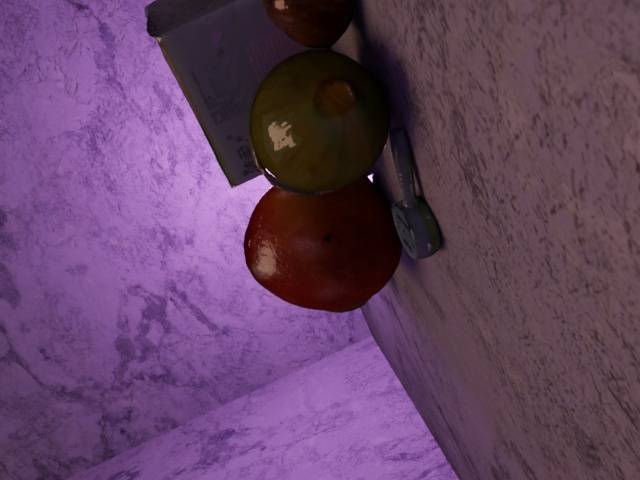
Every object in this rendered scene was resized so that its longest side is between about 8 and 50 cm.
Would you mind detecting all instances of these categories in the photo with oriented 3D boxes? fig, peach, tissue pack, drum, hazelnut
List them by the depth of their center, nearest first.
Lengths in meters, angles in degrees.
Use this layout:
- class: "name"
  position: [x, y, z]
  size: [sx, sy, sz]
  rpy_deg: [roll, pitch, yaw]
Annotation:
- class: "hazelnut"
  position: [-0.020, -0.373, 0.794]
  size: [0.154, 0.143, 0.143]
  rpy_deg: [-117, 3, -60]
- class: "fig"
  position: [0.006, -0.201, 0.830]
  size: [0.239, 0.239, 0.271]
  rpy_deg: [66, 164, -5]
- class: "drum"
  position: [0.162, -0.065, 0.882]
  size: [0.253, 0.049, 0.130]
  rpy_deg: [73, 174, -49]
- class: "tissue pack"
  position: [-0.146, -0.370, 1.135]
  size: [0.405, 0.331, 0.205]
  rpy_deg: [69, 173, -48]
- class: "peach"
  position: [0.000, 0.000, 1.257]
  size: [0.388, 0.388, 0.388]
  rpy_deg: [155, 90, -87]

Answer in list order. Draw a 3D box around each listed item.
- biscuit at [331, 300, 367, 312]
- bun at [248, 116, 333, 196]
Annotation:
- class: "biscuit"
  position: [0.065, 0.102, 1.622]
  size: [0.102, 0.296, 0.296]
  rpy_deg: [-102, -10, -66]
- class: "bun"
  position: [-0.028, -0.227, 1.065]
  size: [0.152, 0.259, 0.259]
  rpy_deg: [-93, -18, -63]
